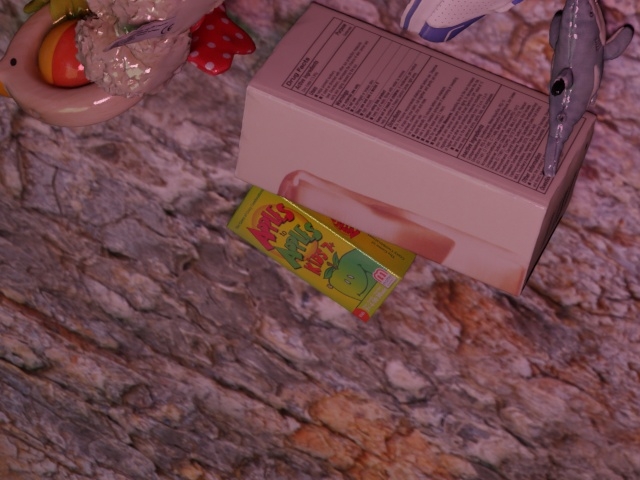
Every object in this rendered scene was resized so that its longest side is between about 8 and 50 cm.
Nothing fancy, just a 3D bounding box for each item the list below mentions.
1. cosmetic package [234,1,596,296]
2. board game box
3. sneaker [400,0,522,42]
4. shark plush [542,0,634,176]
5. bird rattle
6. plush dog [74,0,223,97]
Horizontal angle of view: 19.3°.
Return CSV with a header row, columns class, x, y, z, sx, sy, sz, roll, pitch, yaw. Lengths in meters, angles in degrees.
class,x,y,z,sx,sy,sz,roll,pitch,yaw
cosmetic package,0.086,-0.086,1.753,0.296,0.153,0.129,24,137,12
board game box,0.000,0.000,1.970,0.181,0.043,0.092,34,139,-1
sneaker,0.200,-0.241,1.543,0.182,0.127,0.315,29,146,-8
shark plush,0.209,-0.139,1.644,0.073,0.067,0.161,27,102,17
bird rattle,-0.203,-0.188,1.813,0.253,0.207,0.143,26,157,22
plush dog,-0.163,-0.288,1.651,0.225,0.262,0.210,51,-176,17
